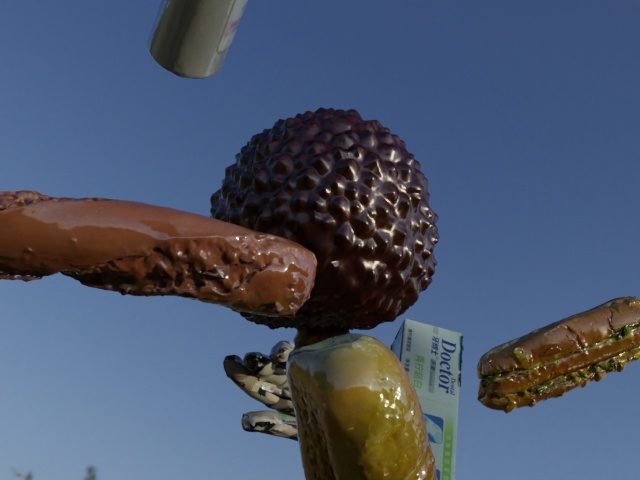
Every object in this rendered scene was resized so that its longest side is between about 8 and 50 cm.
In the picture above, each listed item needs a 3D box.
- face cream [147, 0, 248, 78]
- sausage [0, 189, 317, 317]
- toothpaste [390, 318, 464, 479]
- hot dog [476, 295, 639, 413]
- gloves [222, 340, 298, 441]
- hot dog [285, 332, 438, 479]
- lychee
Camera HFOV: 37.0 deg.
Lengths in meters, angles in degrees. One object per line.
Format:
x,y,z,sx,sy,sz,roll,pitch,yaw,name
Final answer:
-0.061,-0.207,0.651,0.057,0.084,0.198,25,-55,-7,face cream
-0.163,0.008,0.806,0.327,0.079,0.087,9,-46,-8,sausage
0.114,0.244,1.118,0.081,0.336,0.067,15,-45,-4,toothpaste
0.331,0.150,1.275,0.072,0.269,0.115,-127,-162,-62,hot dog
-0.026,0.181,1.190,0.212,0.127,0.111,25,10,-14,gloves
0.042,0.172,0.465,0.088,0.061,0.285,34,-38,59,hot dog
0.000,0.000,1.073,0.265,0.299,0.264,8,7,-1,lychee
